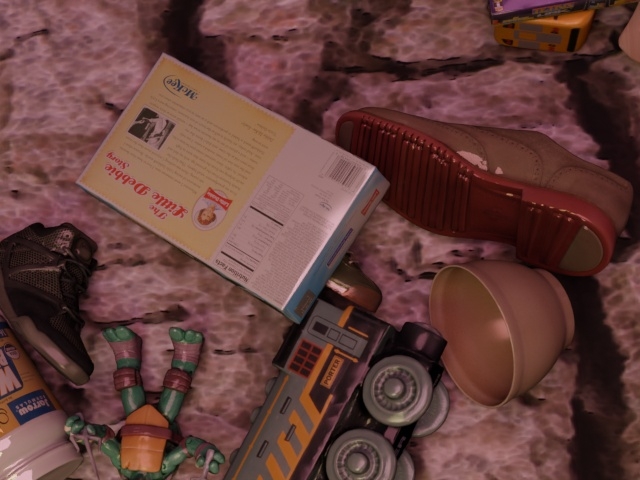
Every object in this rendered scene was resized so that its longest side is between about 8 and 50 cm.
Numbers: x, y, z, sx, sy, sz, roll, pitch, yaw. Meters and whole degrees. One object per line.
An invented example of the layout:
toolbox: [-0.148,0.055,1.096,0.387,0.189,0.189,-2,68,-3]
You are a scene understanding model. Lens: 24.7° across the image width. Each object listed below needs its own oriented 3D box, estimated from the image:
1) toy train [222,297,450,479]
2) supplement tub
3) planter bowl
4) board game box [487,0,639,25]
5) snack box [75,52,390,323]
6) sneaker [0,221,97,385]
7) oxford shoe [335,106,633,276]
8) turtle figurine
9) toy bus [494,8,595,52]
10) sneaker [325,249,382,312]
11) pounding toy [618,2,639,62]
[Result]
toy train: [0.008,0.223,1.595,0.190,0.142,0.334,26,85,21]
supplement tub: [-0.367,0.194,1.621,0.144,0.144,0.200,-36,79,-2]
planter bowl: [0.207,0.090,1.593,0.109,0.162,0.162,-17,78,-24]
board game box: [0.259,-0.320,1.593,0.170,0.048,0.141,-10,79,5]
snack box: [-0.104,-0.064,1.640,0.322,0.060,0.187,31,84,27]
sneaker: [-0.294,0.058,1.642,0.130,0.087,0.227,-38,50,-6]
oxford shoe: [0.185,-0.075,1.653,0.348,0.123,0.130,26,49,15]
turtle figurine: [-0.195,0.214,1.618,0.175,0.118,0.234,7,65,-8]
toy bus: [0.287,-0.390,1.682,0.130,0.108,0.333,8,82,8]
sneaker: [0.000,0.000,1.661,0.192,0.064,0.086,30,89,13]
pounding toy: [0.427,-0.274,1.662,0.154,0.155,0.269,-15,86,30]
